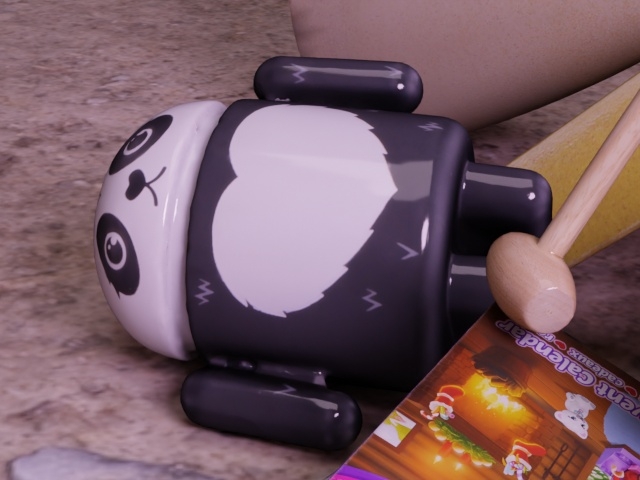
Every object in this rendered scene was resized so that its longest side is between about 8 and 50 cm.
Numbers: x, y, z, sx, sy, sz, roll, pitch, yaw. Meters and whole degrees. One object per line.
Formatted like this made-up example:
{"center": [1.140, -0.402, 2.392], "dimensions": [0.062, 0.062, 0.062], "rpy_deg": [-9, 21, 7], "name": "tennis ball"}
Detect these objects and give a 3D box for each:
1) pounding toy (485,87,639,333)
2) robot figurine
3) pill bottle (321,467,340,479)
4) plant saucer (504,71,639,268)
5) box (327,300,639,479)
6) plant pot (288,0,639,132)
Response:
{"center": [0.206, 0.001, 0.544], "dimensions": [0.269, 0.155, 0.154], "rpy_deg": [-20, 33, 9], "name": "pounding toy"}
{"center": [-0.001, 0.001, 0.793], "dimensions": [0.278, 0.174, 0.209], "rpy_deg": [6, 29, 13], "name": "robot figurine"}
{"center": [0.011, 0.156, 0.595], "dimensions": [0.087, 0.087, 0.160], "rpy_deg": [23, 34, 34], "name": "pill bottle"}
{"center": [0.267, -0.102, 0.886], "dimensions": [0.333, 0.333, 0.081], "rpy_deg": [-32, 87, -48], "name": "plant saucer"}
{"center": [0.148, 0.160, 0.534], "dimensions": [0.293, 0.057, 0.201], "rpy_deg": [34, 37, 14], "name": "box"}
{"center": [0.159, -0.207, 1.039], "dimensions": [0.274, 0.256, 0.256], "rpy_deg": [-1, 20, 40], "name": "plant pot"}
